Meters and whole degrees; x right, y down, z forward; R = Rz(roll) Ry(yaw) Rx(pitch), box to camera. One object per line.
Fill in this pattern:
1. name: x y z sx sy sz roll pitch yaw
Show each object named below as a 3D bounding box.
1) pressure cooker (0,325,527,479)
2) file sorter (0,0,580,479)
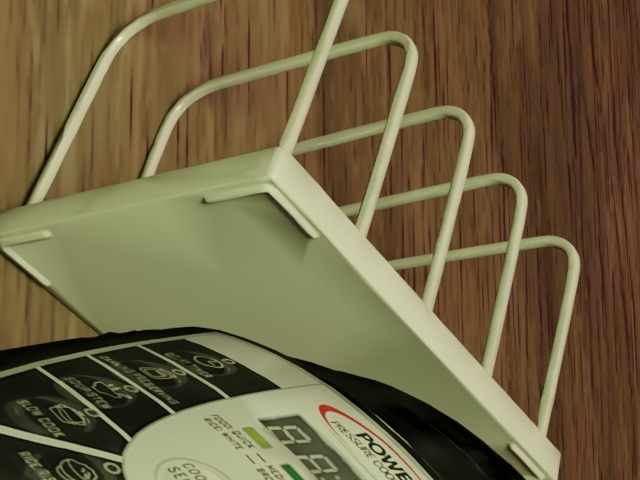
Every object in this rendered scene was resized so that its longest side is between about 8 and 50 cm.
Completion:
1. pressure cooker: -0.086 0.218 0.465 0.420 0.376 0.369 0 84 -49
2. file sorter: 0.000 0.000 0.762 0.277 0.193 0.173 46 47 -37
